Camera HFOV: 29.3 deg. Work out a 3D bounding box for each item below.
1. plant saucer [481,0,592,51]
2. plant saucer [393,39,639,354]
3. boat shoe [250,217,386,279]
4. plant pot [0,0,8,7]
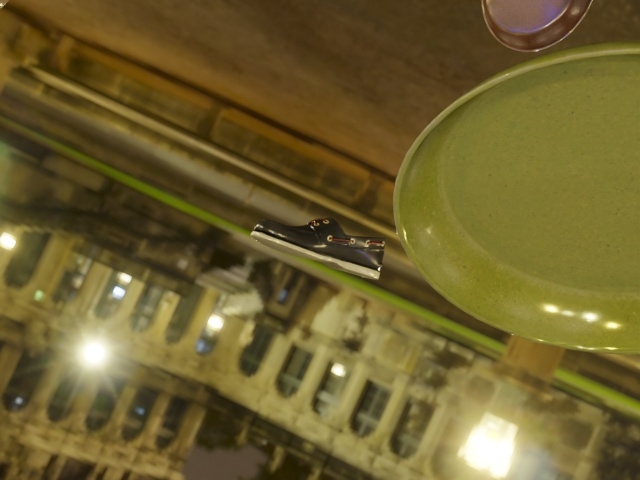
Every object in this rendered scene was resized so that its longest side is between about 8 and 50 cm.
[{"bbox_3d":[0.269,-0.321,1.532,0.168,0.168,0.029,27,-168,-35],"label":"plant saucer"},{"bbox_3d":[0.160,-0.021,0.638,0.241,0.037,0.241,7,142,6],"label":"plant saucer"},{"bbox_3d":[-0.001,0.000,1.067,0.133,0.042,0.049,16,177,-30],"label":"boat shoe"},{"bbox_3d":[-0.373,-0.392,1.280,0.263,0.229,0.263,49,-170,-12],"label":"plant pot"}]
